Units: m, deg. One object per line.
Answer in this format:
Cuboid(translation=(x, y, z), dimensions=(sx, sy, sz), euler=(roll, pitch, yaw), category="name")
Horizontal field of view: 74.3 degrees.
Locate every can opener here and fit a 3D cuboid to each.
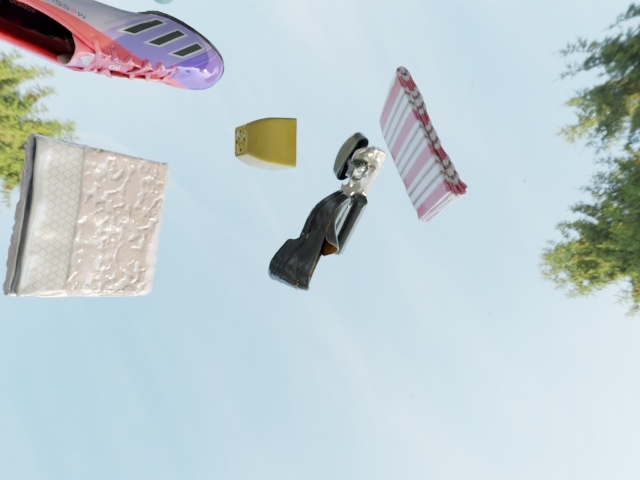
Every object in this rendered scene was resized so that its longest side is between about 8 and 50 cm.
Cuboid(translation=(0.052, -0.092, 0.894), dimensions=(0.075, 0.284, 0.095), euler=(-3, -133, -28), category="can opener")

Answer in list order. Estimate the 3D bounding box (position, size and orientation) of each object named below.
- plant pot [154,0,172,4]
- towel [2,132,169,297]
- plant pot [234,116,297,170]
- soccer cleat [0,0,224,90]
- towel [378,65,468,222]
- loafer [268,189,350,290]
Cuboid(translation=(-0.169, -0.651, 0.832), dimensions=(0.333, 0.341, 0.342), euler=(3, -104, 0), category="plant pot")
Cuboid(translation=(-0.488, -0.038, 0.930), dimensions=(0.053, 0.317, 0.332), euler=(12, -87, 33), category="towel")
Cuboid(translation=(-0.094, -0.160, 0.693), dimensions=(0.083, 0.081, 0.081), euler=(-2, -85, -36), category="plant pot")
Cuboid(translation=(-0.273, -0.252, 0.549), dimensions=(0.318, 0.108, 0.117), euler=(10, -131, -39), category="soccer cleat")
Cuboid(translation=(0.140, -0.131, 0.616), dimensions=(0.029, 0.144, 0.197), euler=(-19, -100, -8), category="towel")
Cuboid(translation=(0.000, 0.000, 0.591), dimensions=(0.061, 0.062, 0.170), euler=(29, -113, 17), category="loafer")
